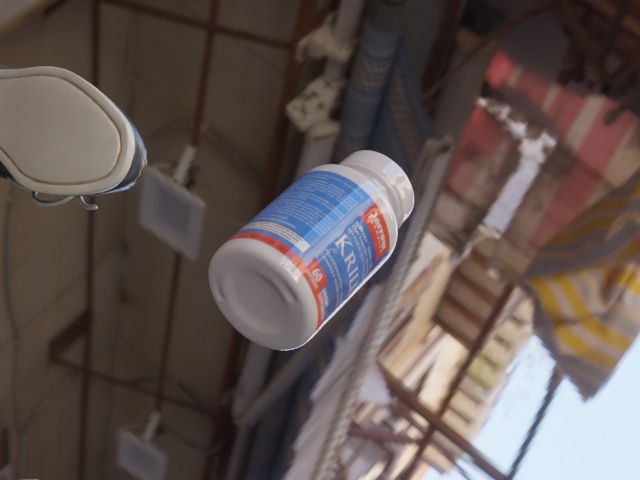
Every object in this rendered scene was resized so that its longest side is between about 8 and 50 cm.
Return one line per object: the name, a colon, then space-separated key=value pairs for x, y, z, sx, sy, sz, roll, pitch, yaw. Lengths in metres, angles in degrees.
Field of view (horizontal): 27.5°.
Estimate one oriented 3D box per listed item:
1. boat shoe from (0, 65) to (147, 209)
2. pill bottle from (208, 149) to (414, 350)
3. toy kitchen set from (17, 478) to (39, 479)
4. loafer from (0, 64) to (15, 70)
boat shoe: x=-0.213 y=-0.077 z=0.998 sx=0.254 sy=0.095 sz=0.079 roll=10 pitch=-11 yaw=39
pill bottle: x=0.000 y=0.000 z=1.301 sx=0.124 sy=0.221 sz=0.124 roll=22 pitch=-46 yaw=25
toy kitchen set: x=-0.459 y=0.380 z=1.593 sx=0.166 sy=0.207 sz=0.122 roll=-7 pitch=-84 yaw=38
loafer: x=-0.386 y=-0.134 z=1.526 sx=0.096 sy=0.267 sz=0.084 roll=28 pitch=-73 yaw=-8
